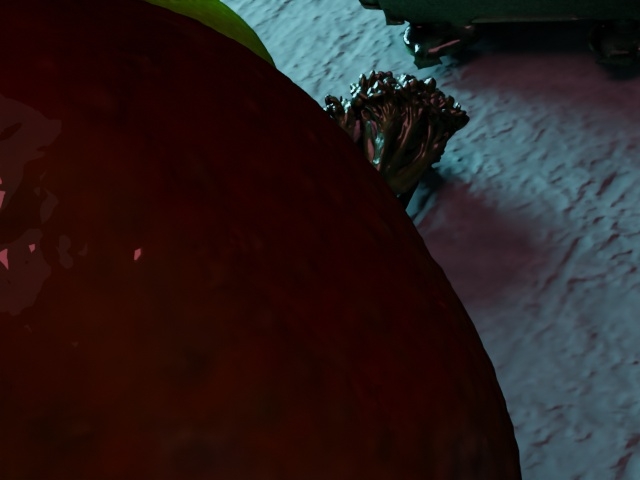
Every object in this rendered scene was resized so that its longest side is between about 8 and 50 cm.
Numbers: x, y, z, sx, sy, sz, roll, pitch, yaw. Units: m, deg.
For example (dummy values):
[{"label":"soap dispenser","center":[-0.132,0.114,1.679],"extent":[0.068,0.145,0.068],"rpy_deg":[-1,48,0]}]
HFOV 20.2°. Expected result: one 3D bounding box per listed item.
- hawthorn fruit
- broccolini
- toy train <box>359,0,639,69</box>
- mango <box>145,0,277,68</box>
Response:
[{"label":"hawthorn fruit","center":[-0.093,0.026,0.588],"extent":[0.285,0.369,0.285],"rpy_deg":[-16,2,0]},{"label":"broccolini","center":[0.002,-0.001,0.820],"extent":[0.067,0.058,0.216],"rpy_deg":[7,45,28]},{"label":"toy train","center":[0.119,-0.154,0.945],"extent":[0.200,0.083,0.132],"rpy_deg":[5,39,28]},{"label":"mango","center":[-0.192,-0.074,0.919],"extent":[0.343,0.156,0.192],"rpy_deg":[-5,35,2]}]
